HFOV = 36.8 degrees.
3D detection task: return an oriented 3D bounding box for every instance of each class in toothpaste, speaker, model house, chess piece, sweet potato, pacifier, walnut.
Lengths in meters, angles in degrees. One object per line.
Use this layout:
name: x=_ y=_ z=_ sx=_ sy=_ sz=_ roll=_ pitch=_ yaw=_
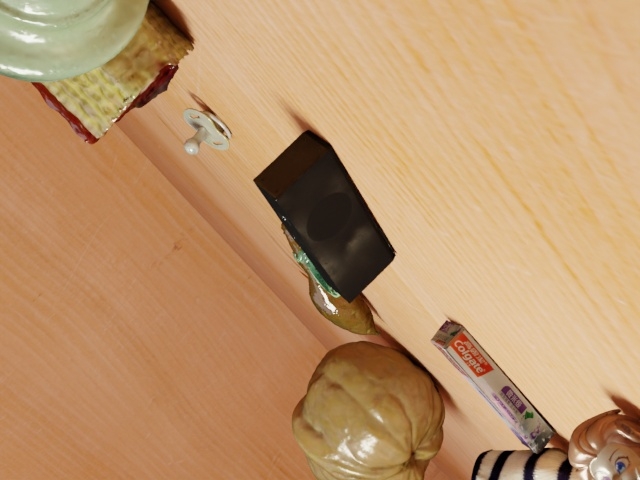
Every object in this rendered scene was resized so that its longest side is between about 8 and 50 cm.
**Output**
toothpaste: x=0.210 y=0.179 z=1.175 sx=0.196 sy=0.040 sz=0.047 roll=48 pitch=170 yaw=-18
speaker: x=0.011 y=-0.020 z=1.027 sx=0.044 sy=0.082 sz=0.218 roll=40 pitch=170 yaw=37
model house: x=-0.255 y=-0.226 z=1.056 sx=0.196 sy=0.160 sz=0.254 roll=47 pitch=171 yaw=-11
chess piece: x=-0.197 y=-0.231 z=0.698 sx=0.194 sy=0.194 sz=0.299 roll=47 pitch=163 yaw=-14
sweet potato: x=0.013 y=0.079 z=1.576 sx=0.269 sy=0.075 sz=0.075 roll=52 pitch=170 yaw=-22
pacifier: x=-0.165 y=-0.147 z=1.353 sx=0.068 sy=0.064 sz=0.083 roll=9 pitch=148 yaw=47
walnut: x=0.089 y=0.330 z=1.755 sx=0.285 sy=0.285 sz=0.296 roll=37 pitch=128 yaw=47

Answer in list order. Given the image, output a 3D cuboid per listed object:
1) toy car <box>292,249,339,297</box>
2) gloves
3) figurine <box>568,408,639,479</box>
toy car: x=0.000 y=0.000 z=1.274 sx=0.093 sy=0.058 sz=0.186 roll=40 pitch=159 yaw=38
gloves: x=0.303 y=0.319 z=1.188 sx=0.219 sy=0.131 sz=0.140 roll=-3 pitch=153 yaw=30
figurine: x=0.279 y=0.217 z=0.814 sx=0.114 sy=0.126 sz=0.157 roll=6 pitch=-144 yaw=-18
